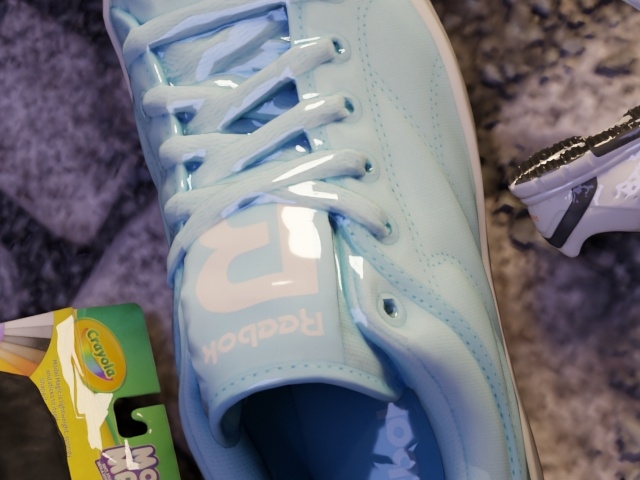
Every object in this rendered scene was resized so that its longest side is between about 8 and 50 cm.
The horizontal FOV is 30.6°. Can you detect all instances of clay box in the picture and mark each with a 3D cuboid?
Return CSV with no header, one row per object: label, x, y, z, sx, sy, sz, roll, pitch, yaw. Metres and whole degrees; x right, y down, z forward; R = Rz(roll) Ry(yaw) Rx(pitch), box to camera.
clay box,-0.177,0.111,0.528,0.222,0.053,0.127,-11,58,-10

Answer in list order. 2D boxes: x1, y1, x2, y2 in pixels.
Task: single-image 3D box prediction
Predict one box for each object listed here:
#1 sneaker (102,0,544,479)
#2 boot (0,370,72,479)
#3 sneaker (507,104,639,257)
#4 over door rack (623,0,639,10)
sneaker,0.000,0.000,0.421,0.135,0.150,0.366,-22,88,11
boot,-0.187,0.303,0.365,0.445,0.146,0.367,-47,58,21
sneaker,0.132,-0.031,0.466,0.109,0.040,0.044,-25,104,15
over door rack,0.083,-0.235,0.398,0.324,0.108,0.239,30,105,-8
